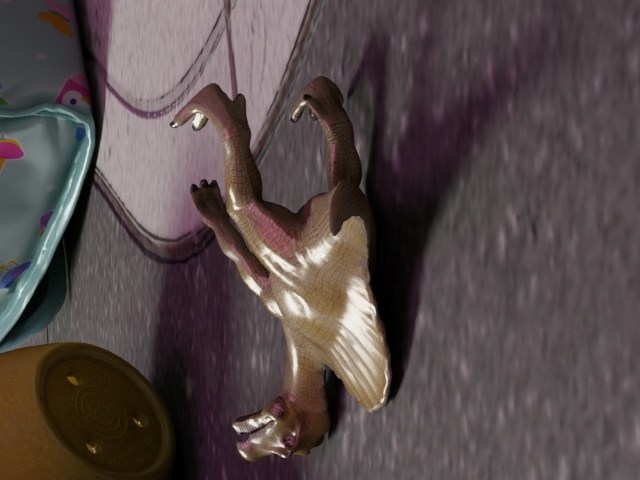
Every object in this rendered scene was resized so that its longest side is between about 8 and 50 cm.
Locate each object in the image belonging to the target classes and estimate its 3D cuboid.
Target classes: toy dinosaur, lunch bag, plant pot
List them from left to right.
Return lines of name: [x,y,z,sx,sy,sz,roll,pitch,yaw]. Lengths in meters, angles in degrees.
lunch bag: [-0.226,-0.056,1.090,0.262,0.160,0.223,113,152,-42]
plant pot: [-0.113,0.096,0.786,0.095,0.134,0.134,-44,41,31]
toy dinosaur: [0.000,0.000,0.521,0.183,0.053,0.093,105,144,-63]
